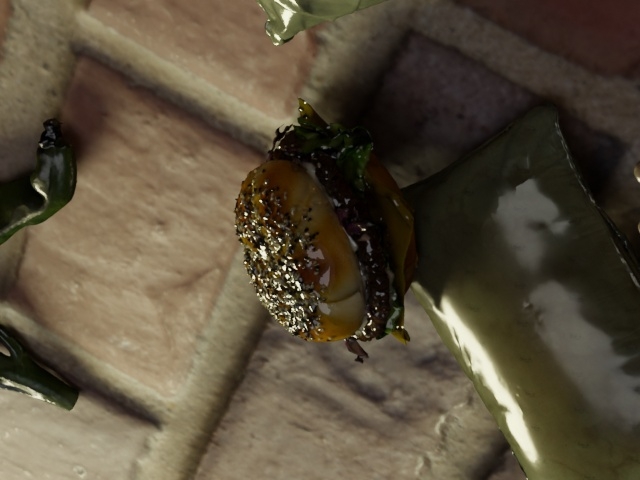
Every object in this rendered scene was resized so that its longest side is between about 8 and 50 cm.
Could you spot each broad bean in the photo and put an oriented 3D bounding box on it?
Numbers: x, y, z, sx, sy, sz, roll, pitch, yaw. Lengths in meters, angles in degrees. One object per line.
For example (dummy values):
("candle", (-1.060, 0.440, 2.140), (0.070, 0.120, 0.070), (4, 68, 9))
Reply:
("broad bean", (-0.251, -0.029, 1.415), (0.195, 0.046, 0.061), (-34, 96, 36))

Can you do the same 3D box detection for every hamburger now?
("hamburger", (-0.001, -0.004, 1.243), (0.164, 0.093, 0.190), (40, 144, 45))

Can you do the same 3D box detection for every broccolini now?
("broccolini", (-0.303, 0.095, 1.530), (0.202, 0.068, 0.091), (31, 114, -1))

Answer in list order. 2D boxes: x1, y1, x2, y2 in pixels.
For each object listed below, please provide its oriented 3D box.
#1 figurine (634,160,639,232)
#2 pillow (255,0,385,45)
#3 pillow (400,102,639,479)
("figurine", (0.266, -0.048, 1.051), (0.173, 0.177, 0.247), (-8, 167, 31))
("pillow", (0.006, -0.267, 1.074), (0.274, 0.076, 0.281), (-16, 117, 34))
("pillow", (0.163, 0.063, 1.231), (0.185, 0.075, 0.302), (-31, 89, 40))
